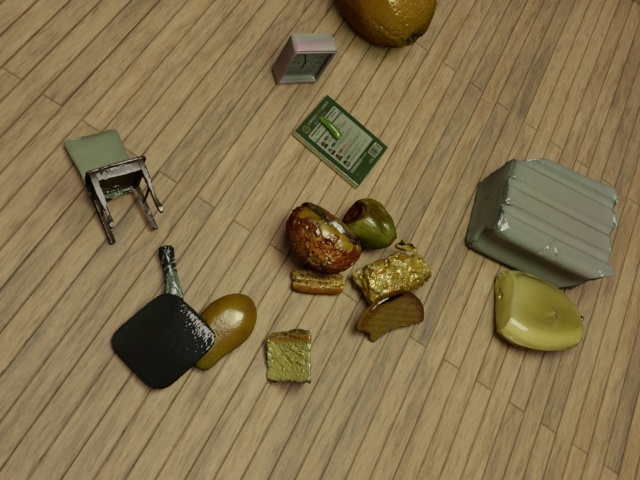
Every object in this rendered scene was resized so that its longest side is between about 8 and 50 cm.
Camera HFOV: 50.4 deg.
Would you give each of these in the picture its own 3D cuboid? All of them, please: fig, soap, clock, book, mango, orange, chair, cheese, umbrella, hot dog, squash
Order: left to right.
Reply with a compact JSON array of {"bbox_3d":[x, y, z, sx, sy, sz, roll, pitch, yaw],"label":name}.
[{"bbox_3d":[-0.539,-0.172,1.768,0.160,0.186,0.319,-21,81,-23],"label":"chair"},{"bbox_3d":[-0.396,0.105,1.797,0.050,0.046,0.188,-10,79,-22],"label":"umbrella"},{"bbox_3d":[-0.259,0.233,1.776,0.136,0.099,0.227,41,70,-4],"label":"mango"},{"bbox_3d":[-0.049,-0.561,2.113,0.150,0.197,0.063,-8,75,-26],"label":"clock"},{"bbox_3d":[-0.004,0.119,1.952,0.165,0.045,0.071,6,66,-19],"label":"hot dog"},{"bbox_3d":[0.033,-0.355,2.132,0.027,0.027,0.089,-40,88,-30],"label":"squash"},{"bbox_3d":[0.067,-0.317,2.163,0.264,0.027,0.202,40,61,-5],"label":"book"},{"bbox_3d":[0.151,-0.042,2.023,0.165,0.154,0.144,39,99,9],"label":"fig"},{"bbox_3d":[0.224,-0.822,2.272,0.322,0.322,0.357,-24,90,-28],"label":"orange"},{"bbox_3d":[0.701,0.239,2.155,0.316,0.128,0.260,23,61,-15],"label":"cheese"},{"bbox_3d":[0.731,-0.062,2.236,0.435,0.213,0.350,23,65,-13],"label":"soap"}]

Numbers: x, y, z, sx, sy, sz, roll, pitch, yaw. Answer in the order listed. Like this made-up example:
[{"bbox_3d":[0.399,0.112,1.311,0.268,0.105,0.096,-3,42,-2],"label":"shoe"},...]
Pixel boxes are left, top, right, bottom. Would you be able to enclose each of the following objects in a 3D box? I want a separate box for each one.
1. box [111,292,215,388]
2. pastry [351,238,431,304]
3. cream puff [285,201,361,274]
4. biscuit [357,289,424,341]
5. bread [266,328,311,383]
[{"bbox_3d":[-0.392,0.250,1.705,0.212,0.042,0.201,-44,81,-9],"label":"box"},{"bbox_3d":[0.217,0.096,2.021,0.250,0.102,0.154,-25,84,-27],"label":"pastry"},{"bbox_3d":[0.001,0.001,1.901,0.240,0.240,0.164,45,78,-1],"label":"cream puff"},{"bbox_3d":[0.211,0.222,1.976,0.228,0.031,0.176,25,101,-42],"label":"biscuit"},{"bbox_3d":[-0.070,0.304,1.798,0.127,0.152,0.147,3,78,-20],"label":"bread"}]
